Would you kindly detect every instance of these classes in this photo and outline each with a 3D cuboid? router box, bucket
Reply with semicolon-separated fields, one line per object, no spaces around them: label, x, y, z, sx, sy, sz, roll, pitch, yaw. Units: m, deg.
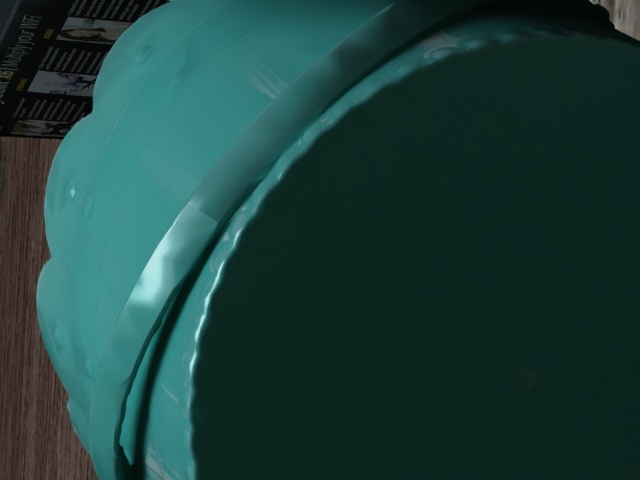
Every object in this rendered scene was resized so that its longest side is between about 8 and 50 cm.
router box;-0.072;-0.131;1.125;0.309;0.243;0.081;145;125;-68
bucket;0.038;0.024;0.728;0.183;0.281;0.281;-145;58;-65
